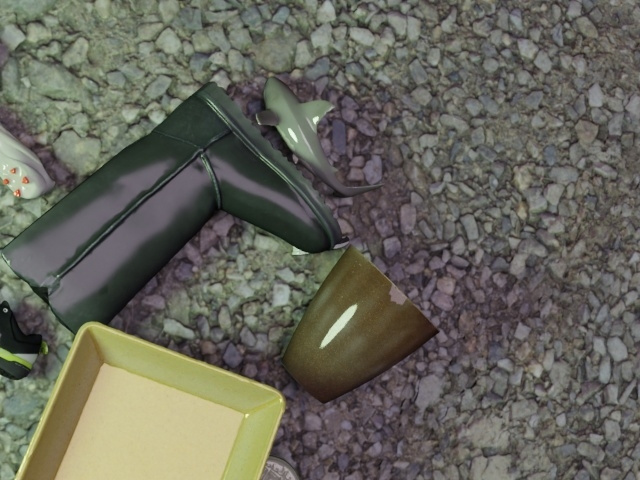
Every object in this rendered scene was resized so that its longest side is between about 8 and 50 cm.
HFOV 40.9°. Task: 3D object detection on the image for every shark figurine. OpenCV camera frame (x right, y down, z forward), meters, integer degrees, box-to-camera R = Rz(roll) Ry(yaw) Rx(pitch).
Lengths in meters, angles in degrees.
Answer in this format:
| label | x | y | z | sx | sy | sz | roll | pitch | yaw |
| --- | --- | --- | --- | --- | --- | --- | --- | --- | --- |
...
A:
| label | x | y | z | sx | sy | sz | roll | pitch | yaw |
| --- | --- | --- | --- | --- | --- | --- | --- | --- | --- |
| shark figurine | -0.004 | -0.180 | 1.481 | 0.116 | 0.166 | 0.278 | -35 | 94 | 18 |

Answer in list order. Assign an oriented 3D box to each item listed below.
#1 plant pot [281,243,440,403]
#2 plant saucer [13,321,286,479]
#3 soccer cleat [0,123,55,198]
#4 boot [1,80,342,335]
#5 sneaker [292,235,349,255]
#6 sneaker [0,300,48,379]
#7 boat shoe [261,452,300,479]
| label | x | y | z | sx | sy | sz | roll | pitch | yaw |
| --- | --- | --- | --- | --- | --- | --- | --- | --- | --- |
| plant pot | 0.048 | 0.162 | 1.483 | 0.230 | 0.215 | 0.215 | -45 | 100 | 0 |
| plant saucer | -0.260 | 0.332 | 1.281 | 0.333 | 0.081 | 0.333 | 22 | 73 | -7 |
| soccer cleat | -0.512 | -0.144 | 1.393 | 0.068 | 0.076 | 0.196 | -44 | 82 | 21 |
| boot | -0.237 | 0.005 | 1.414 | 0.445 | 0.146 | 0.367 | -43 | 89 | -19 |
| sneaker | 0.000 | 0.000 | 1.548 | 0.109 | 0.040 | 0.043 | -8 | 87 | -18 |
| sneaker | -0.538 | 0.128 | 1.350 | 0.235 | 0.084 | 0.097 | 43 | 59 | -30 |
| boat shoe | -0.278 | 0.449 | 1.369 | 0.500 | 0.156 | 0.187 | -10 | 81 | -16 |
